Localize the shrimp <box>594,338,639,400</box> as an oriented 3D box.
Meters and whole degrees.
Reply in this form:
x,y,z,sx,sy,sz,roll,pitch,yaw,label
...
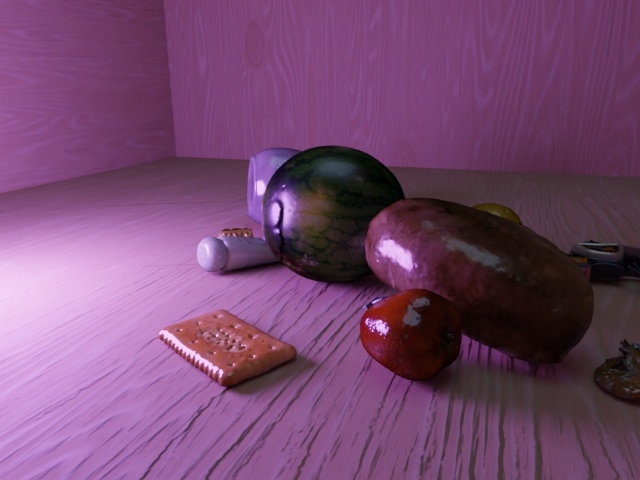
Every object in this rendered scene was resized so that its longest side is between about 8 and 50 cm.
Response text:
x,y,z,sx,sy,sz,roll,pitch,yaw,label
0.509,0.215,0.877,0.099,0.041,0.180,-9,12,27,shrimp

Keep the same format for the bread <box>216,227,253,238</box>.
x,y,z,sx,sy,sz,roll,pitch,yaw,label
-0.260,-0.008,1.607,0.110,0.060,0.066,-5,46,-12,bread

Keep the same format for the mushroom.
x,y,z,sx,sy,sz,roll,pitch,yaw,label
0.293,0.058,0.995,0.313,0.225,0.397,20,12,-21,mushroom

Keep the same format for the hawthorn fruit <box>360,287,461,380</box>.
x,y,z,sx,sy,sz,roll,pitch,yaw,label
0.133,0.154,0.902,0.203,0.163,0.162,-4,9,44,hawthorn fruit

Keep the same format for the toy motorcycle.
x,y,z,sx,sy,sz,roll,pitch,yaw,label
0.733,0.065,1.286,0.262,0.091,0.157,4,25,21,toy motorcycle

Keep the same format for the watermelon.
x,y,z,sx,sy,sz,roll,pitch,yaw,label
0.037,-0.067,1.296,0.362,0.364,0.363,0,16,0,watermelon

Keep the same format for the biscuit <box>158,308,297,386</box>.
x,y,z,sx,sy,sz,roll,pitch,yaw,label
-0.177,0.188,0.977,0.160,0.030,0.249,-14,21,-39,biscuit

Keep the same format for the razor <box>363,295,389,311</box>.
x,y,z,sx,sy,sz,roll,pitch,yaw,label
0.190,0.144,1.108,0.191,0.037,0.068,9,17,29,razor

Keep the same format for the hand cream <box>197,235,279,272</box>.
x,y,z,sx,sy,sz,roll,pitch,yaw,label
-0.185,0.032,1.443,0.305,0.093,0.147,-2,15,-40,hand cream

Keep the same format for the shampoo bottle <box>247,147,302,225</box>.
x,y,z,sx,sy,sz,roll,pitch,yaw,label
-0.107,-0.172,1.781,0.266,0.273,0.273,4,15,-14,shampoo bottle

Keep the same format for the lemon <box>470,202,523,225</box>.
x,y,z,sx,sy,sz,roll,pitch,yaw,label
0.446,-0.016,1.416,0.173,0.174,0.206,-9,6,-26,lemon
